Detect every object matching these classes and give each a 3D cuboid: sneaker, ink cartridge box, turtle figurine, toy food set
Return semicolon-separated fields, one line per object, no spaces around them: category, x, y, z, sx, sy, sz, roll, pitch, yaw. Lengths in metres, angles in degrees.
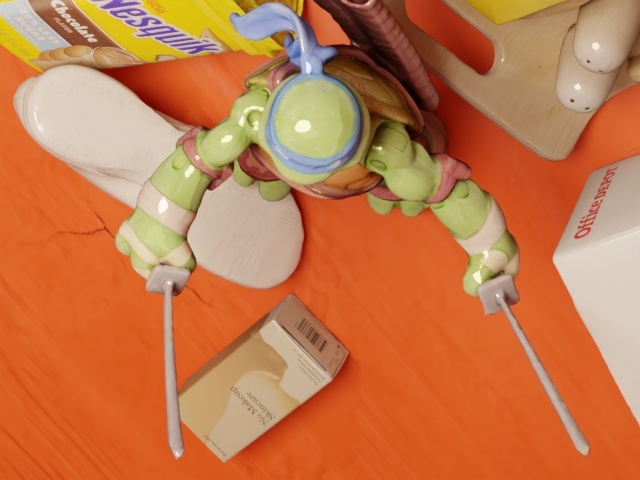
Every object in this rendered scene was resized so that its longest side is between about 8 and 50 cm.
sneaker;-0.104;-0.045;1.128;0.212;0.080;0.094;37;168;-22
ink cartridge box;0.243;0.008;0.988;0.176;0.128;0.127;-20;107;28
turtle figurine;0.000;0.000;0.967;0.198;0.266;0.274;-24;96;8
toy food set;0.151;-0.130;0.876;0.220;0.092;0.306;34;153;-26

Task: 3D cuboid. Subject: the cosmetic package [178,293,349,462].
cosmetic package;-0.043;0.094;1.187;0.060;0.041;0.115;45;121;-6

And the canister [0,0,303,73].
canister;-0.113;-0.152;1.048;0.170;0.126;0.073;-5;69;25
